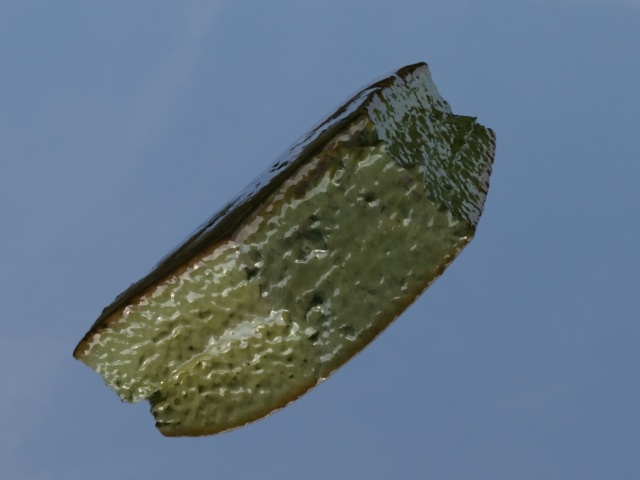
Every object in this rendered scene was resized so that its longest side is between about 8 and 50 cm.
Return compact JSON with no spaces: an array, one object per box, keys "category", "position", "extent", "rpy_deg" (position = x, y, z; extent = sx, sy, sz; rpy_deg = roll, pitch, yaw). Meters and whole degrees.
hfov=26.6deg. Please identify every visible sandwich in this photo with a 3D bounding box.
[{"category":"sandwich","position":[0.000,0.000,0.692],"extent":[0.258,0.094,0.096],"rpy_deg":[-44,-165,-16]}]
